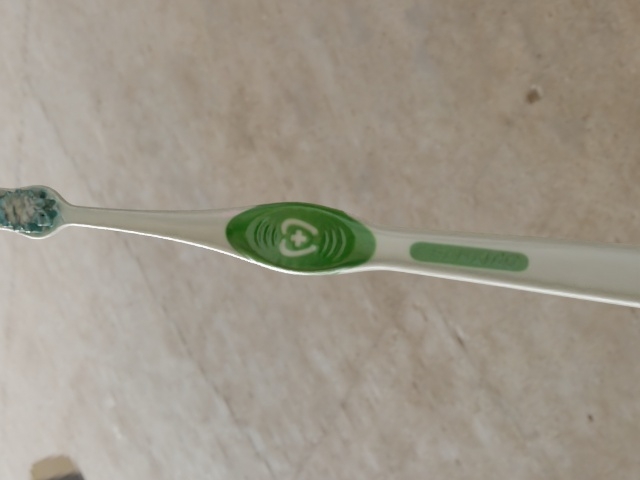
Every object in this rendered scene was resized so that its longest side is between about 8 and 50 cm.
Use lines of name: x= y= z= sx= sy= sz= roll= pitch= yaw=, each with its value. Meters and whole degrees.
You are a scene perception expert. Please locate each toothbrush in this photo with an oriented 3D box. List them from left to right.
toothbrush: x=0.000 y=0.000 z=0.520 sx=0.030 sy=0.303 sz=0.030 roll=6 pitch=-90 yaw=-87
